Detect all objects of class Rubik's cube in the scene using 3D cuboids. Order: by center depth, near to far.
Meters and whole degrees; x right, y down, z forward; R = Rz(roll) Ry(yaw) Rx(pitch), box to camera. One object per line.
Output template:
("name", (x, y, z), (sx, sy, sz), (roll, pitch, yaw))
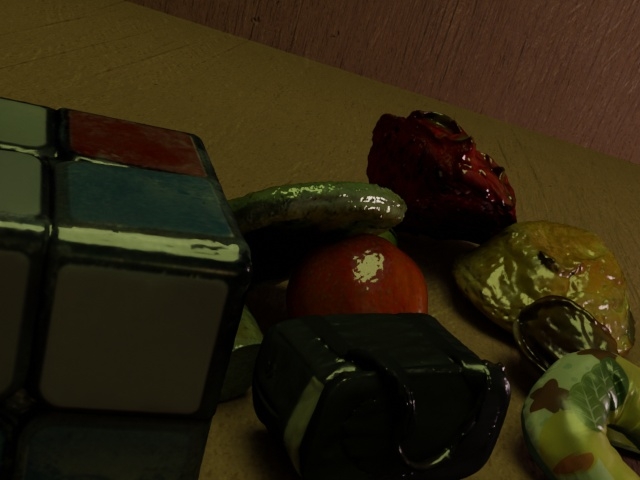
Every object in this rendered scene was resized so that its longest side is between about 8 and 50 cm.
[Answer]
("Rubik's cube", (-0.264, 0.064, 0.771), (0.316, 0.318, 0.313), (9, 22, -21))

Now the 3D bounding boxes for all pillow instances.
("pillow", (0.363, 0.240, 1.064), (0.233, 0.086, 0.214), (-24, 62, -38))

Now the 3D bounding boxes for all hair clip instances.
("hair clip", (0.367, 0.258, 1.136), (0.189, 0.033, 0.060), (15, 23, -4))

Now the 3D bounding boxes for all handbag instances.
("handbag", (0.064, 0.180, 0.917), (0.255, 0.181, 0.181), (3, 19, -28))

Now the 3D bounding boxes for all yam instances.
("yam", (-0.132, 0.111, 1.031), (0.107, 0.107, 0.194), (3, 27, -30))

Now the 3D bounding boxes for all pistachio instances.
("pistachio", (0.367, 0.168, 1.224), (0.165, 0.130, 0.210), (-6, 49, -34))

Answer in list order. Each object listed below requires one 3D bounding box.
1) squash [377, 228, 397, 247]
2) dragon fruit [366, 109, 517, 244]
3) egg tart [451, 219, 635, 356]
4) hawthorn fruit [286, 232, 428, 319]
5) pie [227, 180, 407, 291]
("squash", (0.000, 0.000, 1.400), (0.341, 0.094, 0.094), (-4, 30, -40))
("dragon fruit", (0.266, -0.135, 1.548), (0.286, 0.227, 0.329), (12, -17, -15))
("egg tart", (0.398, 0.072, 1.445), (0.352, 0.153, 0.339), (11, 26, -12))
("hawthorn fruit", (0.051, 0.107, 1.107), (0.197, 0.196, 0.225), (6, 55, -25))
("pie", (-0.044, -0.007, 1.149), (0.323, 0.323, 0.070), (-3, 71, -39))
